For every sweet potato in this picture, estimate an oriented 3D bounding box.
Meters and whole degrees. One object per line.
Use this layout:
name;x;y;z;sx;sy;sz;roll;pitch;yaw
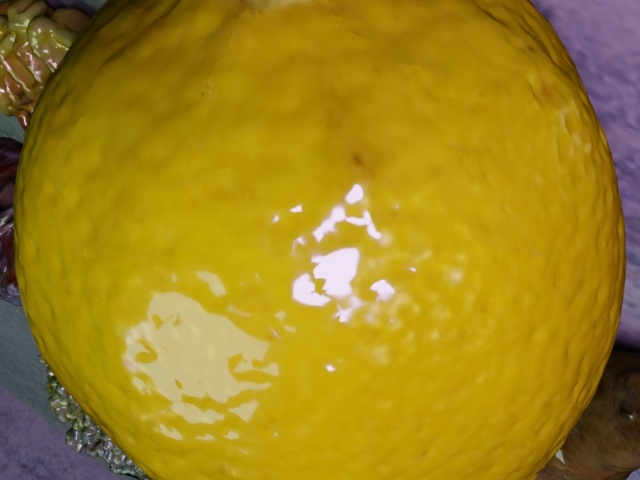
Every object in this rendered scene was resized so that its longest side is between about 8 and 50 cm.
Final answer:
sweet potato;0.170;0.151;0.941;0.130;0.130;0.422;39;153;-2

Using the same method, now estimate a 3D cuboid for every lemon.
lemon;0.000;0.001;0.675;0.336;0.336;0.336;32;157;15

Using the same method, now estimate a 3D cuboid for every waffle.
waffle;-0.168;-0.085;1.074;0.309;0.065;0.283;31;155;26

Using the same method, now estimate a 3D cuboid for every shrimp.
shrimp;-0.212;-0.010;1.036;0.116;0.145;0.343;27;174;-38

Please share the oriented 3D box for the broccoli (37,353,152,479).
broccoli;-0.121;0.064;1.116;0.243;0.273;0.180;-6;141;-2
